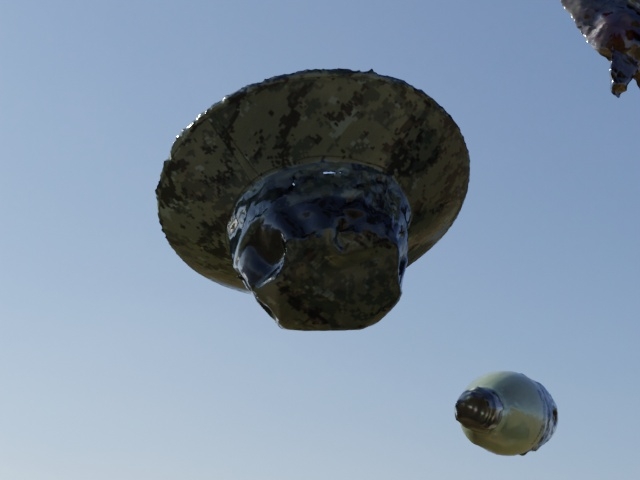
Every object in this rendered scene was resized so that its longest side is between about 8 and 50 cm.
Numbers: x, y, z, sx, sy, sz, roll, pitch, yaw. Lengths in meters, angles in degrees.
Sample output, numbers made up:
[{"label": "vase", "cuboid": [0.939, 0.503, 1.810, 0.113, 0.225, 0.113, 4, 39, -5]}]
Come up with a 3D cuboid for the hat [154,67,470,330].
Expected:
[{"label": "hat", "cuboid": [0.000, 0.000, 1.044, 0.265, 0.128, 0.266, -5, -44, -5]}]

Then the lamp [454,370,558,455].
[{"label": "lamp", "cuboid": [0.219, 0.200, 1.539, 0.101, 0.101, 0.250, -2, -9, 26]}]

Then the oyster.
[{"label": "oyster", "cuboid": [0.296, -0.223, 1.182, 0.221, 0.361, 0.096, 25, -55, -40]}]
